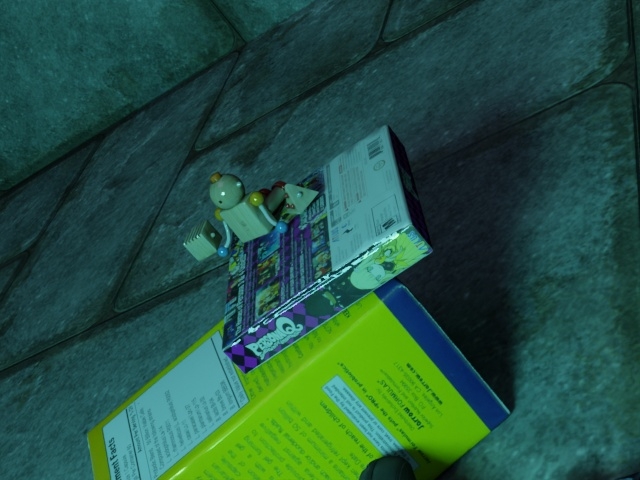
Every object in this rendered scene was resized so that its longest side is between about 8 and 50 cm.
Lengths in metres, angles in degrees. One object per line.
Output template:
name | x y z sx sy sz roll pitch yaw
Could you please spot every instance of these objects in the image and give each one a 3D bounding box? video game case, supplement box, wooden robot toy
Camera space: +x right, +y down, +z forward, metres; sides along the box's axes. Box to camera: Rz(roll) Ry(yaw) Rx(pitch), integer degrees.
video game case | 0.000 0.000 0.989 0.210 0.042 0.232 -34 24 14
supplement box | -0.032 0.184 1.017 0.356 0.195 0.194 -40 25 1
wooden robot toy | -0.085 -0.042 1.042 0.173 0.079 0.076 -20 31 42

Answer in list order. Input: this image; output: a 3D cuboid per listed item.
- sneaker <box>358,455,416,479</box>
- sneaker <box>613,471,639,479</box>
sneaker | 0.095 0.279 0.832 0.106 0.101 0.267 -21 35 9
sneaker | 0.204 0.253 0.701 0.163 0.086 0.226 -26 28 35
